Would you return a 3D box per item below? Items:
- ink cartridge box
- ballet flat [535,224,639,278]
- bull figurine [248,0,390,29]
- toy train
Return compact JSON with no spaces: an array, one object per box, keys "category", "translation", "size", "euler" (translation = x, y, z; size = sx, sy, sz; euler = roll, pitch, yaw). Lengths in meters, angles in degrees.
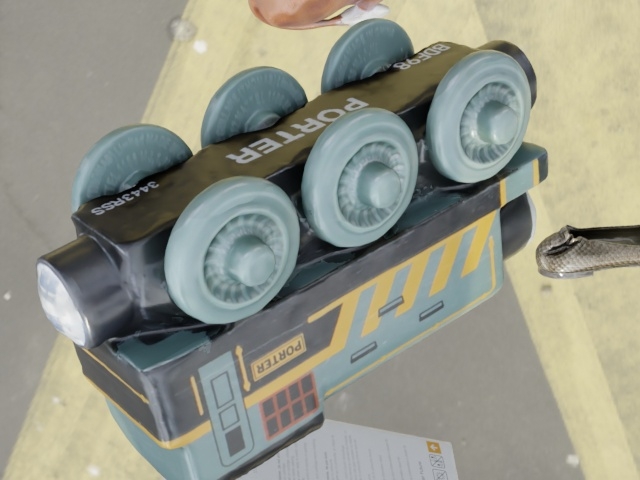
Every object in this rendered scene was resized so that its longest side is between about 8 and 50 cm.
[{"category":"ink cartridge box","translation":[0.024,0.333,1.221],"size":[0.307,0.303,0.072],"euler":[12,132,-18]},{"category":"ballet flat","translation":[0.375,-0.002,1.320],"size":[0.250,0.084,0.058],"euler":[-7,109,-7]},{"category":"bull figurine","translation":[0.021,-0.319,1.012],"size":[0.188,0.101,0.310],"euler":[0,143,-14]},{"category":"toy train","translation":[0.000,0.000,0.646],"size":[0.142,0.334,0.190],"euler":[28,137,44]}]
